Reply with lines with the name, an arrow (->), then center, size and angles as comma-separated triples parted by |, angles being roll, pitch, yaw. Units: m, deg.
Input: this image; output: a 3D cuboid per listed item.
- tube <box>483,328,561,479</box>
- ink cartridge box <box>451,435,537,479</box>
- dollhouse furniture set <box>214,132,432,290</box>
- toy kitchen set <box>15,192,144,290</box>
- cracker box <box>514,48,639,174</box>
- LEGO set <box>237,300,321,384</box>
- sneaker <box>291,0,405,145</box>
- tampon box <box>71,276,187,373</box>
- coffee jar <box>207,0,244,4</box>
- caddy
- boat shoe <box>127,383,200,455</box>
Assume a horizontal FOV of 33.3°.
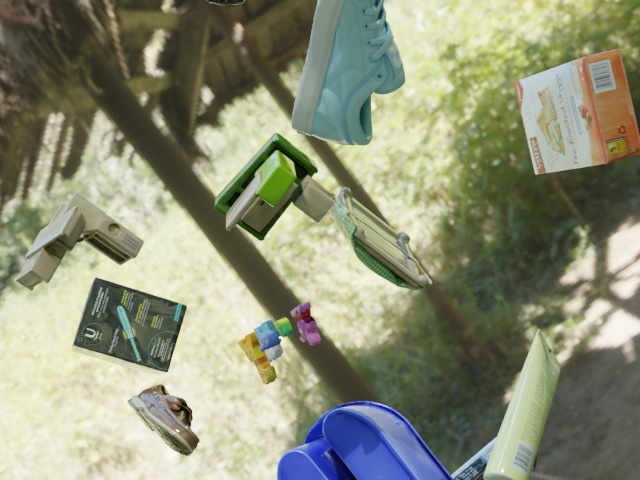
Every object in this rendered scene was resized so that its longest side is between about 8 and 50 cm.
tube -> 0.299, 0.251, 1.547 | 0.070, 0.062, 0.240 | 106, -170, -58
ink cartridge box -> 0.325, 0.451, 2.007 | 0.206, 0.045, 0.208 | -35, -38, -23
dollhouse furniture set -> 0.000, 0.000, 1.653 | 0.151, 0.301, 0.197 | -49, 18, 14
toy kitchen set -> -0.191, 0.010, 0.884 | 0.068, 0.075, 0.083 | -26, 33, 48
cracker box -> 0.384, -0.188, 1.616 | 0.067, 0.156, 0.232 | -15, 2, -14
LEGO set -> -0.078, 0.192, 1.865 | 0.087, 0.093, 0.227 | -20, -10, -28
sneaker -> 0.066, -0.295, 1.569 | 0.135, 0.150, 0.366 | -67, -6, -46
tampon box -> -0.321, 0.146, 1.788 | 0.101, 0.161, 0.120 | 144, 143, -71
coffee jar -> -0.120, -0.453, 1.674 | 0.184, 0.079, 0.096 | -50, -15, 32
caddy -> 0.089, 0.432, 1.817 | 0.241, 0.341, 0.179 | -43, -22, 11
boat shoe -> -0.208, 0.240, 1.475 | 0.060, 0.064, 0.178 | -40, 28, -17
